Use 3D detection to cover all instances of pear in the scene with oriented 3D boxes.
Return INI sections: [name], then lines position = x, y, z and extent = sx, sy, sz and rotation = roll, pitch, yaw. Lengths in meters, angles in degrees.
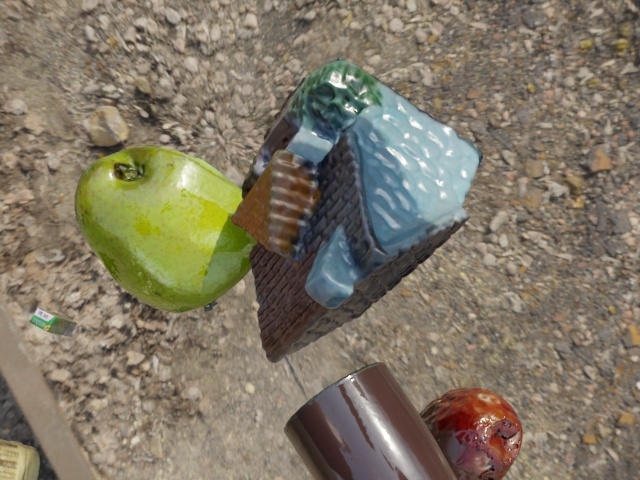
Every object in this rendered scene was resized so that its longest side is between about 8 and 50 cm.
[pear]
position = -0.314, -0.029, 1.277
extent = 0.318, 0.342, 0.238
rotation = 46, 53, -34

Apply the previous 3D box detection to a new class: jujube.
[jujube]
position = 0.257, 0.362, 1.239
extent = 0.183, 0.243, 0.183
rotation = 9, 69, -23

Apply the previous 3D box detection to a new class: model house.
[model house]
position = 0.000, 0.000, 0.975
extent = 0.297, 0.339, 0.360
rotation = 33, 136, -10

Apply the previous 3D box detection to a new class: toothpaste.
[toothpaste]
position = -0.553, 0.171, 1.410
extent = 0.043, 0.178, 0.037
rotation = 26, 78, 0

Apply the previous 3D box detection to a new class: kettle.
[kettle]
position = 0.072, 0.285, 0.772
extent = 0.144, 0.202, 0.232
rotation = -22, 63, -27

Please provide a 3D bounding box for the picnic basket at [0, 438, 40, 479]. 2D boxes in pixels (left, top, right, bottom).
[picnic basket]
position = -0.388, 0.291, 0.557
extent = 0.313, 0.228, 0.175
rotation = -26, 140, 26
